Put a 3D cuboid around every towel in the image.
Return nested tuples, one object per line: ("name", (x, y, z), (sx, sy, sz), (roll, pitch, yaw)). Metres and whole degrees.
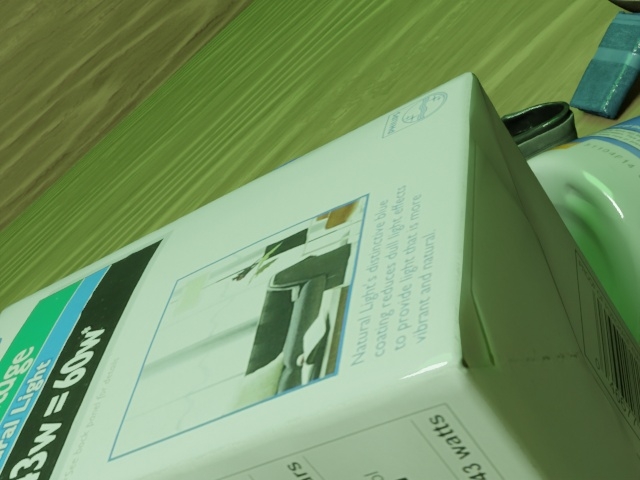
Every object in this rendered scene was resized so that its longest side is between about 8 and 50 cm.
("towel", (0.323, -0.189, 1.017), (0.119, 0.029, 0.067), (-62, 30, 4))

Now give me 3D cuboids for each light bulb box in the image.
("light bulb box", (0.009, 0.167, 0.534), (0.361, 0.358, 0.225), (-24, 28, 25))

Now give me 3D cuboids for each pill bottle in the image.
("pill bottle", (0.271, -0.025, 0.655), (0.272, 0.152, 0.152), (-21, 19, -23))

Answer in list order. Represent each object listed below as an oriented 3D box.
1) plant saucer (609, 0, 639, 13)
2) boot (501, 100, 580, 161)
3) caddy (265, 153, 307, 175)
("plant saucer", (0.461, -0.325, 1.034), (0.310, 0.050, 0.310), (-24, 26, 13))
("boot", (0.239, -0.054, 0.804), (0.246, 0.161, 0.083), (-23, 31, 30))
("caddy", (0.000, 0.000, 1.010), (0.341, 0.179, 0.241), (-13, 38, 42))
